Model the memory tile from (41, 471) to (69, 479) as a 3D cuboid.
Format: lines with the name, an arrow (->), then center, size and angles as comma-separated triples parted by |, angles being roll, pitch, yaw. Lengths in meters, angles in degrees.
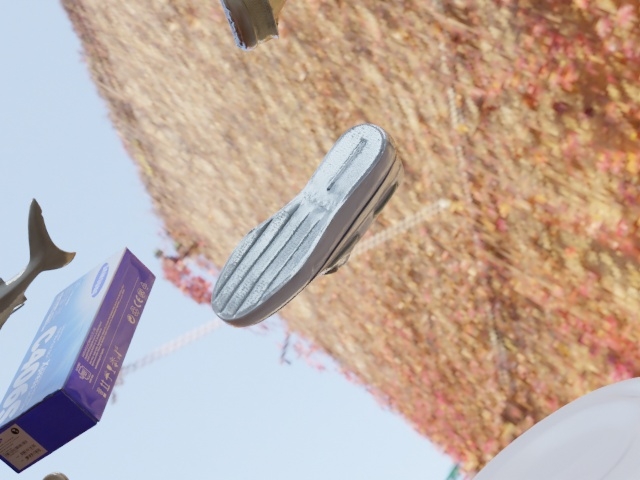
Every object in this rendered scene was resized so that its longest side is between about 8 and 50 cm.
memory tile -> -0.270, 0.332, 1.179 | 0.113, 0.148, 0.012 | -54, -19, 8

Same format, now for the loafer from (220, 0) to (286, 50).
loafer -> -0.056, -0.285, 1.082 | 0.092, 0.268, 0.102 | -13, -49, 8

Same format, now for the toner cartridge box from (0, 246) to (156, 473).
toner cartridge box -> -0.355, 0.163, 1.577 | 0.165, 0.348, 0.075 | -32, -67, 22

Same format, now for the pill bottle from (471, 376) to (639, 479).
pill bottle -> 0.191, 0.214, 0.522 | 0.152, 0.272, 0.152 | -36, 4, 3

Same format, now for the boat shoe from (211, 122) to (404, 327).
boat shoe -> 0.000, 0.000, 0.991 | 0.226, 0.083, 0.076 | -47, -42, -3

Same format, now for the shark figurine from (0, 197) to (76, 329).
shark figurine -> -0.442, 0.075, 1.389 | 0.278, 0.116, 0.166 | -40, 13, 34
